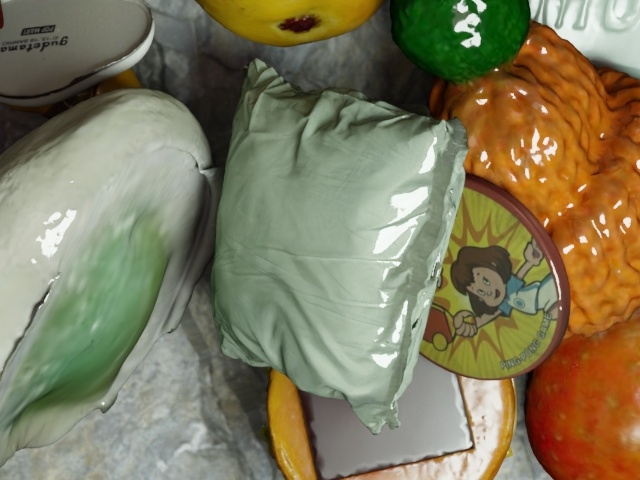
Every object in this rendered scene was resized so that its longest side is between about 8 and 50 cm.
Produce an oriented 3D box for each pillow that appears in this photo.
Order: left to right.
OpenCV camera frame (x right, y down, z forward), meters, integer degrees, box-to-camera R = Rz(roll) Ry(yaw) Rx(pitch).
[{"bbox_3d":[0.000,0.000,1.602,0.138,0.283,0.310,-5,112,-43],"label":"pillow"}]

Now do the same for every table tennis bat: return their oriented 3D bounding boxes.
[{"bbox_3d":[0.106,0.018,1.638,0.310,0.038,0.200,26,121,29],"label":"table tennis bat"}]

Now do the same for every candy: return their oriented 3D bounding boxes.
[{"bbox_3d":[-0.262,0.031,1.673,0.186,0.386,0.427,41,113,17],"label":"candy"}]

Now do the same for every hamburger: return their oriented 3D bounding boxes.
[{"bbox_3d":[0.073,0.175,1.794,0.291,0.225,0.291,0,88,3],"label":"hamburger"}]

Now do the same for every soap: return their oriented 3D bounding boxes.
[{"bbox_3d":[0.249,-0.268,1.785,0.265,0.087,0.160,11,102,-7],"label":"soap"}]

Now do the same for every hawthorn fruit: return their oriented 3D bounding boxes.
[{"bbox_3d":[0.349,0.165,1.805,0.284,0.284,0.284,-1,103,-5],"label":"hawthorn fruit"}]

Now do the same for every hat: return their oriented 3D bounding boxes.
[{"bbox_3d":[0.210,-0.102,1.648,0.285,0.285,0.400,-34,136,3],"label":"hat"}]

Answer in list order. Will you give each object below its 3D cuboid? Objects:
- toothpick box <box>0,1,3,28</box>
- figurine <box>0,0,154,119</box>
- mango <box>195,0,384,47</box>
[{"bbox_3d":[-0.501,-0.250,1.667,0.333,0.204,0.204,-18,104,-1],"label":"toothpick box"},{"bbox_3d":[-0.275,-0.163,1.772,0.250,0.167,0.141,4,142,19],"label":"figurine"},{"bbox_3d":[-0.079,-0.396,1.628,0.232,0.300,0.446,-21,99,25],"label":"mango"}]
